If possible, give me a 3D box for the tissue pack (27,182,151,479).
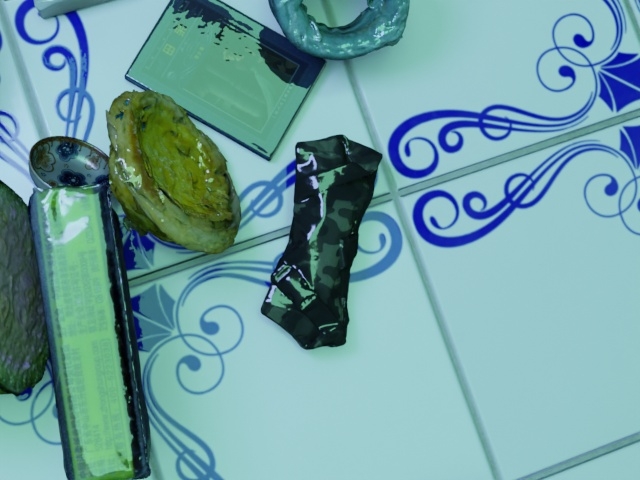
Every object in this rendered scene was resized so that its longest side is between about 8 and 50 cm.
[{"bbox_3d":[-0.321,0.136,1.471,0.124,0.288,0.394,-8,83,-11],"label":"tissue pack"}]

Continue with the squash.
[{"bbox_3d":[-0.575,0.085,1.481,0.309,0.310,0.310,-8,83,10],"label":"squash"}]

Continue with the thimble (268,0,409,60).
[{"bbox_3d":[0.028,-0.380,1.631,0.235,0.143,0.198,28,102,-17],"label":"thimble"}]

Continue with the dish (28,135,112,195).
[{"bbox_3d":[-0.387,-0.085,1.602,0.141,0.078,0.141,20,37,-16],"label":"dish"}]

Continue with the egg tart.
[{"bbox_3d":[-0.237,-0.091,1.552,0.107,0.291,0.290,-30,86,23],"label":"egg tart"}]

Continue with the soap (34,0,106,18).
[{"bbox_3d":[-0.375,-0.435,1.655,0.183,0.064,0.121,-19,84,-9],"label":"soap"}]

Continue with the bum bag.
[{"bbox_3d":[0.000,0.000,1.627,0.144,0.095,0.340,12,87,-12],"label":"bum bag"}]

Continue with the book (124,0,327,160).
[{"bbox_3d":[-0.151,-0.273,1.679,0.269,0.025,0.191,30,80,-2],"label":"book"}]
